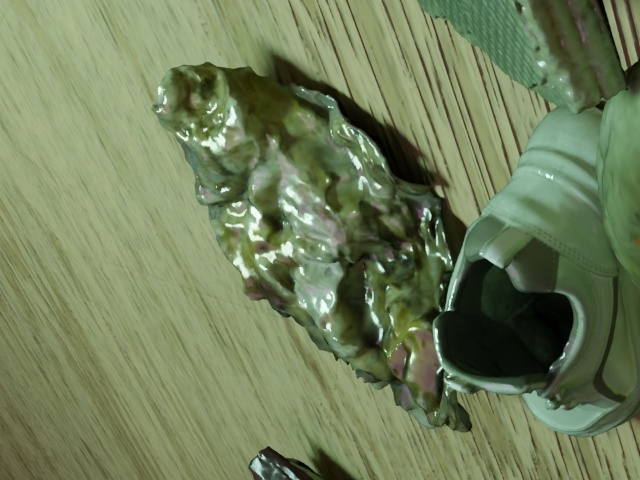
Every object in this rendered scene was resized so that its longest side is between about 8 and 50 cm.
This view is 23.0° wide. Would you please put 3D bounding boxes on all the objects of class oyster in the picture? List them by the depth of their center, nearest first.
[{"bbox_3d":[-0.001,0.001,1.227,0.351,0.115,0.238,52,156,-7],"label":"oyster"}]

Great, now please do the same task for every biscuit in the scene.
[{"bbox_3d":[0.071,-0.164,0.820,0.150,0.052,0.252,63,176,-29],"label":"biscuit"}]

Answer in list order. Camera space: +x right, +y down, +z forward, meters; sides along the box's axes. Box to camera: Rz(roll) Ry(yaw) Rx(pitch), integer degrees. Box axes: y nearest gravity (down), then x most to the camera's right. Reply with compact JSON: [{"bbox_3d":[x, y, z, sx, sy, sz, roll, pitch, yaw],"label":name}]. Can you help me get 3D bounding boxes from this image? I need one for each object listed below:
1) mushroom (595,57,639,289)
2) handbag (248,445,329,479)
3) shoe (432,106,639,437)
[{"bbox_3d":[0.249,-0.024,0.743,0.247,0.130,0.344,57,156,-9],"label":"mushroom"},{"bbox_3d":[0.018,0.349,1.709,0.235,0.127,0.213,40,157,25],"label":"handbag"},{"bbox_3d":[0.140,0.062,1.026,0.124,0.159,0.316,33,149,30],"label":"shoe"}]
